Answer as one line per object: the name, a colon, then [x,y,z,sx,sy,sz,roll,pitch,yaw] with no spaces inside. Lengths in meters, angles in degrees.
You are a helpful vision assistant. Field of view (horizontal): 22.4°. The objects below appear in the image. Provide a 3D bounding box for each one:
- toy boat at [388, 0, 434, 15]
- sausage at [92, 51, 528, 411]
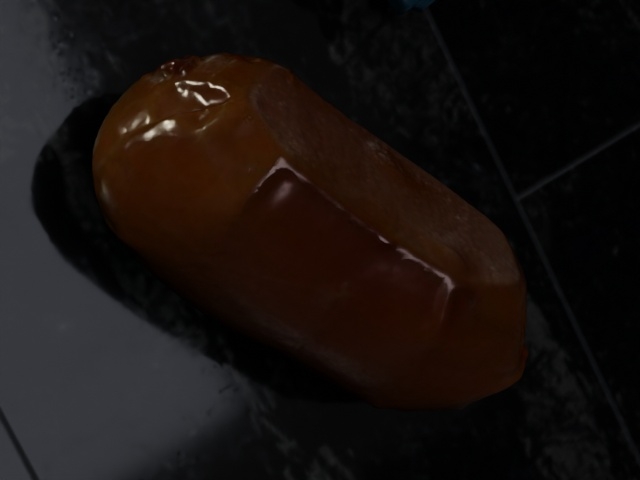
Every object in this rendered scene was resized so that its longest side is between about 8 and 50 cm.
toy boat: [0.081,-0.233,0.923,0.102,0.088,0.215,43,72,-13]
sausage: [-0.002,0.001,0.850,0.258,0.133,0.133,32,75,-20]
